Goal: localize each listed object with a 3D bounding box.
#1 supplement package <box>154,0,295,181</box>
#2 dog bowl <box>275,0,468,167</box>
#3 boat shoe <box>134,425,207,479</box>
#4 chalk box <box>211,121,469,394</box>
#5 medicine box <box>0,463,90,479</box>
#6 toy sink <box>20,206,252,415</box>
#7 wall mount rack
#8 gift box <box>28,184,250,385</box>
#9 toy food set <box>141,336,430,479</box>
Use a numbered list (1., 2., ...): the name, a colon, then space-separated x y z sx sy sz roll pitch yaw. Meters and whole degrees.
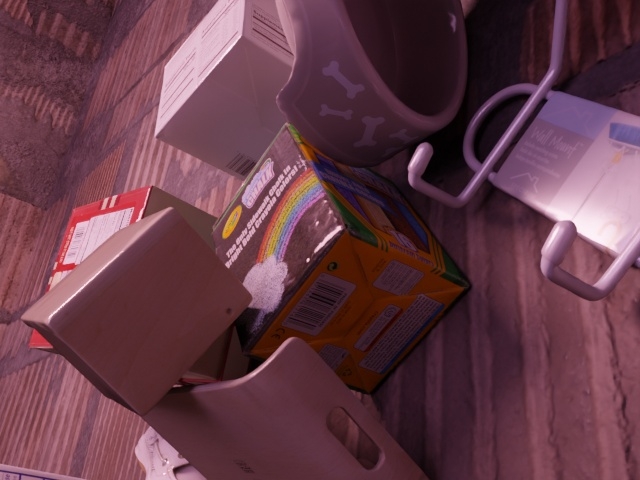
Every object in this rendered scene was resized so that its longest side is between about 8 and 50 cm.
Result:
1. supplement package: -0.055 -0.188 0.878 0.204 0.262 0.145 -36 42 37
2. dog bowl: 0.055 -0.262 0.723 0.102 0.349 0.348 -11 59 36
3. boat shoe: -0.184 0.299 0.883 0.277 0.098 0.096 17 84 58
4. chalk box: 0.000 0.000 0.758 0.180 0.179 0.289 -52 34 20
5. medicine box: -0.324 0.450 0.801 0.149 0.289 0.263 -49 36 21
6. toy sink: -0.199 0.075 0.678 0.153 0.131 0.234 -47 18 -26
7. wall mount rack: 0.233 -0.128 0.559 0.304 0.130 0.350 -58 34 10
8. gift box: -0.238 0.076 0.957 0.276 0.258 0.255 -3 66 46
9. toy food set: -0.056 0.198 0.679 0.306 0.219 0.092 -20 26 47
